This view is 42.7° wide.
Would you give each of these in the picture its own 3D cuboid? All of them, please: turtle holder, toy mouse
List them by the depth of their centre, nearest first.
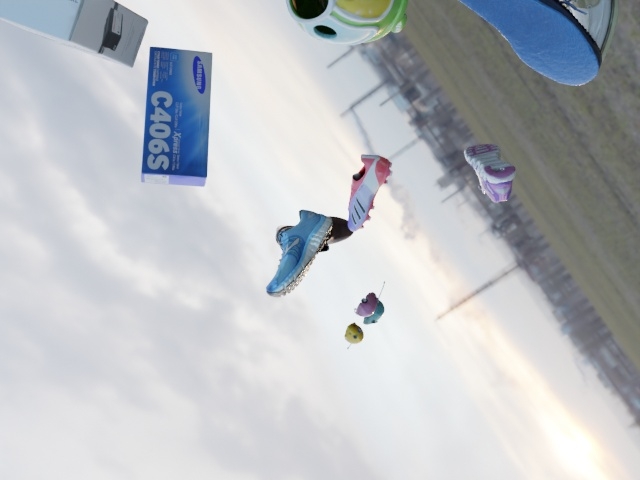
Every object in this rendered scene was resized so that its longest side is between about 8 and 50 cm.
[{"bbox_3d":[0.100,0.144,1.636,0.031,0.143,0.161,32,161,20],"label":"toy mouse"},{"bbox_3d":[0.072,-0.529,1.759,0.320,0.243,0.227,29,-146,31],"label":"turtle holder"}]

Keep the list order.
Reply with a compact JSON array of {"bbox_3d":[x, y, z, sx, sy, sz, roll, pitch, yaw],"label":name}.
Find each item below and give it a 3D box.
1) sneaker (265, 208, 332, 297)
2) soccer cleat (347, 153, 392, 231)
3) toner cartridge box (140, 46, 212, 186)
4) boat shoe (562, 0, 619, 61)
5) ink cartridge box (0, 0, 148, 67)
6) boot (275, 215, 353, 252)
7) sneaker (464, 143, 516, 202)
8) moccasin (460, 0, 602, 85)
[{"bbox_3d":[-0.046,0.020,1.330,0.073,0.162,0.063,30,162,7],"label":"sneaker"},{"bbox_3d":[0.111,-0.129,2.203,0.095,0.248,0.083,18,-140,-10],"label":"soccer cleat"},{"bbox_3d":[-0.365,-0.316,2.092,0.075,0.165,0.347,132,140,-70],"label":"toner cartridge box"},{"bbox_3d":[0.482,-0.467,1.501,0.113,0.103,0.302,-140,52,-70],"label":"boat shoe"},{"bbox_3d":[-0.555,-0.497,1.813,0.223,0.129,0.307,21,-175,10],"label":"ink cartridge box"},{"bbox_3d":[0.000,0.000,2.343,0.207,0.249,0.090,-131,39,-67],"label":"boot"},{"bbox_3d":[0.440,-0.174,2.135,0.236,0.095,0.104,-105,2,-59],"label":"sneaker"},{"bbox_3d":[0.366,-0.414,1.425,0.342,0.138,0.116,38,-129,-17],"label":"moccasin"}]
